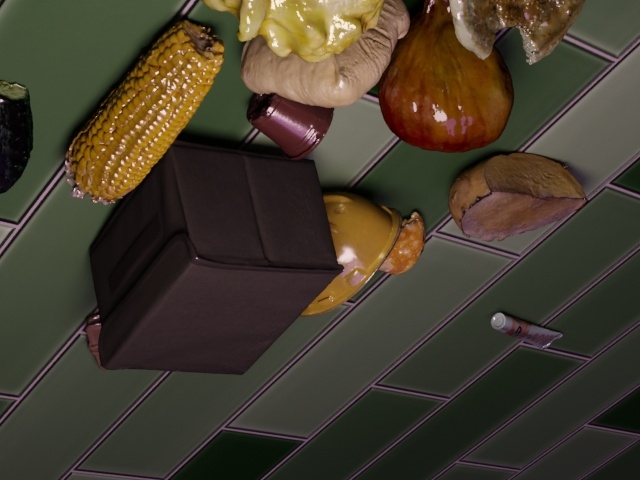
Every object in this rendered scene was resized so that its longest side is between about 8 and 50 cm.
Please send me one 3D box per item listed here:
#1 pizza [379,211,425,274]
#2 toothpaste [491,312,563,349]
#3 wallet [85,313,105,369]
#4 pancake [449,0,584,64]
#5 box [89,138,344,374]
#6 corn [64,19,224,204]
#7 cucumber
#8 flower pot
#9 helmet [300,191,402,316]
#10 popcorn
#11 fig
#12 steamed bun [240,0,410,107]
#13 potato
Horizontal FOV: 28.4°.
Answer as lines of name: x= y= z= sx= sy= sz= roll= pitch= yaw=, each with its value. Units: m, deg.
pizza: x=0.131 y=0.007 z=2.151 sx=0.099 sy=0.035 sz=0.160 roll=-10 pitch=144 yaw=-11
toothpaste: x=0.407 y=0.181 z=2.505 sx=0.056 sy=0.036 sz=0.205 roll=-39 pitch=143 yaw=26
wallet: x=-0.342 y=0.170 z=2.177 sx=0.118 sy=0.038 sz=0.152 roll=-14 pitch=146 yaw=-7
pancake: x=0.263 y=-0.348 z=1.634 sx=0.254 sy=0.037 sz=0.253 roll=-15 pitch=119 yaw=-30
box: x=-0.166 y=0.035 z=1.885 sx=0.251 sy=0.204 sz=0.345 roll=6 pitch=147 yaw=-31
corn: x=-0.238 y=-0.165 z=1.706 sx=0.115 sy=0.115 sz=0.318 roll=16 pitch=133 yaw=-37
cucumber: x=-0.425 y=-0.139 z=1.721 sx=0.071 sy=0.046 sz=0.220 roll=-12 pitch=145 yaw=-20
flower pot: x=-0.049 y=-0.180 z=1.780 sx=0.089 sy=0.111 sz=0.111 roll=30 pitch=125 yaw=-28
helmet: x=0.000 y=0.000 z=1.990 sx=0.140 sy=0.205 sz=0.257 roll=40 pitch=142 yaw=-20
popcorn: x=-0.023 y=-0.336 z=1.459 sx=0.255 sy=0.256 sz=0.195 roll=-30 pitch=-165 yaw=-28
fig: x=0.177 y=-0.267 z=1.729 sx=0.191 sy=0.191 sz=0.290 roll=-1 pitch=103 yaw=-21
steamed bun: x=0.009 y=-0.270 z=1.629 sx=0.212 sy=0.231 sz=0.110 roll=-42 pitch=126 yaw=-28
potato: x=0.302 y=-0.071 z=2.065 sx=0.243 sy=0.098 sz=0.138 roll=3 pitch=144 yaw=-35
